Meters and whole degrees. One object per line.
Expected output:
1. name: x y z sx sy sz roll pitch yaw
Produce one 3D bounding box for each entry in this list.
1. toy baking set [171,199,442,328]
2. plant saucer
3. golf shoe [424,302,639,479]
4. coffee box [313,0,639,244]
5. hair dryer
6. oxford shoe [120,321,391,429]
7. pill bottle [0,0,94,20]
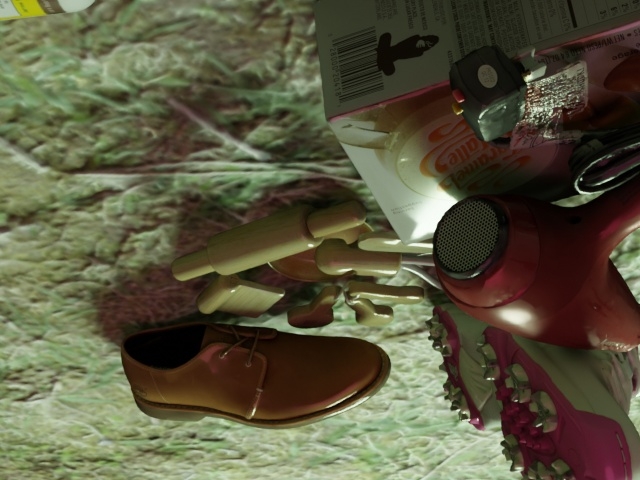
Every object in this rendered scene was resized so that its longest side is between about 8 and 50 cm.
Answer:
1. toy baking set: 0.027 0.014 1.025 0.256 0.030 0.197 -20 154 39
2. plant saucer: 0.000 0.000 1.051 0.083 0.015 0.083 -3 143 -2
3. golf shoe: 0.173 0.093 1.017 0.140 0.306 0.115 -14 105 -8
4. coffee box: 0.137 -0.103 0.863 0.247 0.098 0.141 -16 143 14
5. hair dryer: 0.176 -0.010 0.844 0.224 0.080 0.293 -6 148 -3
6. oxford shoe: -0.054 0.095 1.110 0.212 0.076 0.076 -5 137 13
7. pill bottle: -0.224 -0.163 0.734 0.215 0.117 0.117 -6 142 1
